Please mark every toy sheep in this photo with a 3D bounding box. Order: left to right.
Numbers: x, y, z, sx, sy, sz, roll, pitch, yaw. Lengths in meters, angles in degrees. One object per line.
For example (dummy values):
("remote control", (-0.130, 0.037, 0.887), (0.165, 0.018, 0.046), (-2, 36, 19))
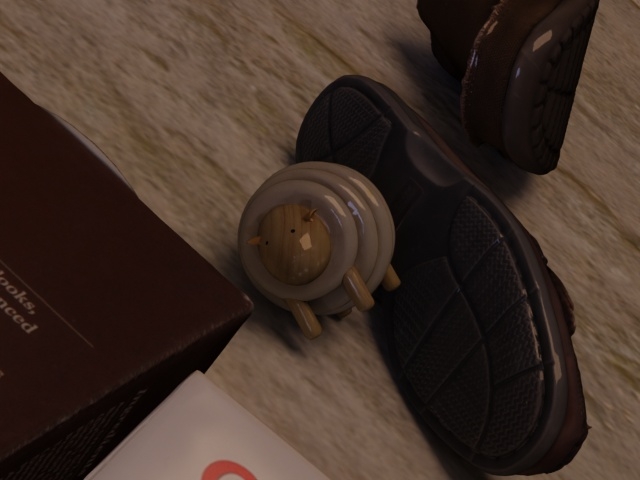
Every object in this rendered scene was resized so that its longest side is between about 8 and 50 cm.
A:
("toy sheep", (0.000, 0.000, 0.946), (0.091, 0.091, 0.132), (40, 13, 5))

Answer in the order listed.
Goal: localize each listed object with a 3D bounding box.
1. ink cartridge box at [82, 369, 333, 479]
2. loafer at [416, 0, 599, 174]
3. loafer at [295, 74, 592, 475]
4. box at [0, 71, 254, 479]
("ink cartridge box", (-0.054, 0.187, 0.406), (0.171, 0.168, 0.232), (40, 50, 7))
("loafer", (0.129, -0.143, 1.306), (0.130, 0.134, 0.366), (14, 16, 5))
("loafer", (0.084, 0.014, 1.002), (0.095, 0.109, 0.302), (20, 29, -39))
("box", (-0.203, 0.053, 0.557), (0.191, 0.143, 0.381), (42, 29, 10))
